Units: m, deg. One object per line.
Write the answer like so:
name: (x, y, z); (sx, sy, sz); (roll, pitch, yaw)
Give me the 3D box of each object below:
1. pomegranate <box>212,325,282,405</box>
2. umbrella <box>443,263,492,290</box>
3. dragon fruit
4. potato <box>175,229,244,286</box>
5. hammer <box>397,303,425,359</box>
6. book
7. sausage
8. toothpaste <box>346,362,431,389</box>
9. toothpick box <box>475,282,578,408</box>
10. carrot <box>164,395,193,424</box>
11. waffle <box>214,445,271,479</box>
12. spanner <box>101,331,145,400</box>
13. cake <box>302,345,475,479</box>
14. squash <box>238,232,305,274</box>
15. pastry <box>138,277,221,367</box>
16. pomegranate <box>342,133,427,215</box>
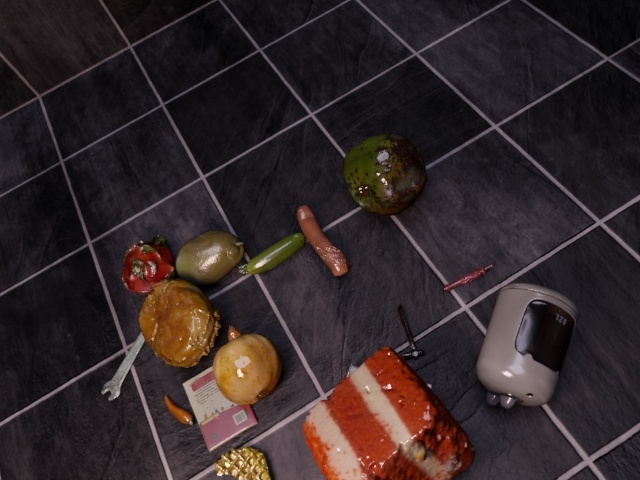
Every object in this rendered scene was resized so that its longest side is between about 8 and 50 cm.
pomegranate: (-0.213, 0.373, 1.549); (0.206, 0.207, 0.207); (-6, 59, 11)
umbrella: (0.454, 0.115, 1.625); (0.165, 0.025, 0.027); (-26, 77, 2)
dragon fruit: (-0.589, 0.067, 1.812); (0.198, 0.200, 0.269); (-4, 58, -1)
potato: (-0.368, 0.054, 1.795); (0.251, 0.159, 0.175); (-25, 83, 13)
hammer: (0.256, 0.270, 1.587); (0.065, 0.021, 0.179); (-18, 57, 5)
book: (-0.306, 0.491, 1.600); (0.162, 0.022, 0.232); (-30, 58, -6)
sausage: (0.000, 0.000, 1.774); (0.078, 0.078, 0.304); (-33, 59, -6)
toothpaste: (0.191, 0.413, 1.508); (0.234, 0.057, 0.089); (18, 69, 11)
toothpick box: (0.529, 0.295, 1.406); (0.228, 0.229, 0.317); (18, 68, 23)
carrot: (-0.434, 0.519, 1.612); (0.142, 0.035, 0.035); (26, 70, 30)
waffle: (-0.207, 0.667, 1.458); (0.148, 0.051, 0.194); (-21, 63, 2)
spanner: (-0.622, 0.381, 1.746); (0.071, 0.017, 0.302); (18, 67, 22)
cake: (0.166, 0.486, 1.299); (0.319, 0.269, 0.270); (-42, 36, 1)
squash: (-0.159, 0.054, 1.792); (0.252, 0.066, 0.066); (-32, 58, -4)
pastry: (-0.437, 0.265, 1.680); (0.310, 0.161, 0.255); (37, 98, 36)
pomegranate: (0.241, -0.239, 1.770); (0.284, 0.285, 0.340); (26, 44, 26)
